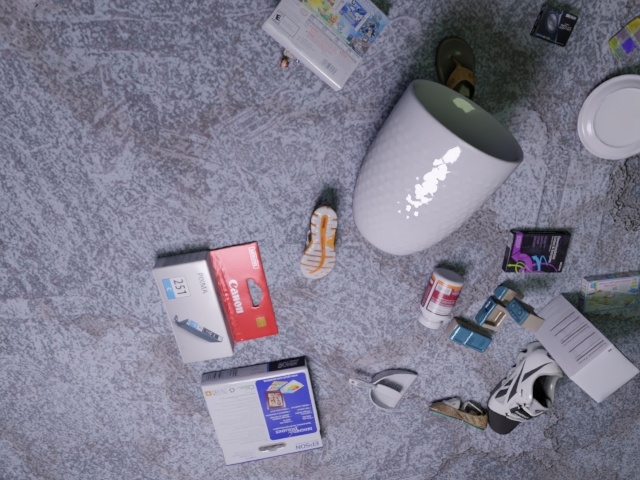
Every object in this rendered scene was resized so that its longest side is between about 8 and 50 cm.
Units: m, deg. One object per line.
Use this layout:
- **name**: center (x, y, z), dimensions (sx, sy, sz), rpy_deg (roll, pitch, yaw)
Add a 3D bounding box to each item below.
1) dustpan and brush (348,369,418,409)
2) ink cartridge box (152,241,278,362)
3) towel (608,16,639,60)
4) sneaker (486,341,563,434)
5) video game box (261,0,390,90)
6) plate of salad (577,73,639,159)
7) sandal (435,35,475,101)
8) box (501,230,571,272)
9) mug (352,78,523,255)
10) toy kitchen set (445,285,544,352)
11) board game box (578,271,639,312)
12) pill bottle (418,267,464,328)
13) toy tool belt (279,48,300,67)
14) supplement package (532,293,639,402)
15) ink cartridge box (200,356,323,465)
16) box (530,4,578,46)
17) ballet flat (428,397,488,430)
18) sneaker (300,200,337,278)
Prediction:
- **dustpan and brush**: center (0.171, 0.426, 1.471), dimensions (0.211, 0.060, 0.147), rpy_deg (25, 110, -15)
- **ink cartridge box**: center (-0.264, 0.166, 1.316), dimensions (0.261, 0.066, 0.296), rpy_deg (-10, 115, 1)
- **towel**: center (0.703, -0.460, 1.150), dimensions (0.083, 0.009, 0.060), rpy_deg (-39, 112, 12)
- **sneaker**: center (0.599, 0.471, 1.485), dimensions (0.122, 0.146, 0.330), rpy_deg (12, 114, -11)
- **video game box**: center (0.013, -0.450, 1.045), dimensions (0.205, 0.048, 0.187), rpy_deg (36, 88, -18)
- **plate of salad**: center (0.717, -0.294, 1.205), dimensions (0.199, 0.048, 0.200), rpy_deg (2, 112, 6)
- **sandal**: center (0.310, -0.345, 1.139), dimensions (0.090, 0.060, 0.219), rpy_deg (-6, 114, -2)
- **box**: center (0.576, 0.031, 1.347), dimensions (0.162, 0.029, 0.116), rpy_deg (-1, 114, -6)
- **mug**: center (0.261, -0.133, 1.135), dimensions (0.374, 0.276, 0.328), rpy_deg (1, 137, -37)
- **toy kitchen set**: center (0.460, 0.231, 1.351), dimensions (0.122, 0.166, 0.207), rpy_deg (24, 110, -15)
- **board game box**: center (0.814, 0.146, 1.420), dimensions (0.154, 0.026, 0.103), rpy_deg (-6, 114, -2)
- **pill bottle**: center (0.318, 0.156, 1.350), dimensions (0.086, 0.086, 0.152), rpy_deg (14, 113, -11)
- **toy tool belt**: center (-0.051, -0.406, 1.087), dimensions (0.051, 0.052, 0.083), rpy_deg (22, 111, -5)
- **supplement package**: center (0.691, 0.282, 1.351), dimensions (0.139, 0.244, 0.134), rpy_deg (39, 105, -19)
- **ink cartridge box**: center (-0.164, 0.501, 1.476), dimensions (0.303, 0.072, 0.307), rpy_deg (-10, 117, -2)
- **box**: center (0.520, -0.477, 1.122), dimensions (0.083, 0.018, 0.067), rpy_deg (15, 112, -11)
- **ballet flat**: center (0.424, 0.519, 1.542), dimensions (0.206, 0.073, 0.067), rpy_deg (23, 83, -17)
- **sneaker**: center (0.000, 0.000, 1.259), dimensions (0.084, 0.083, 0.215), rpy_deg (9, 118, -9)
